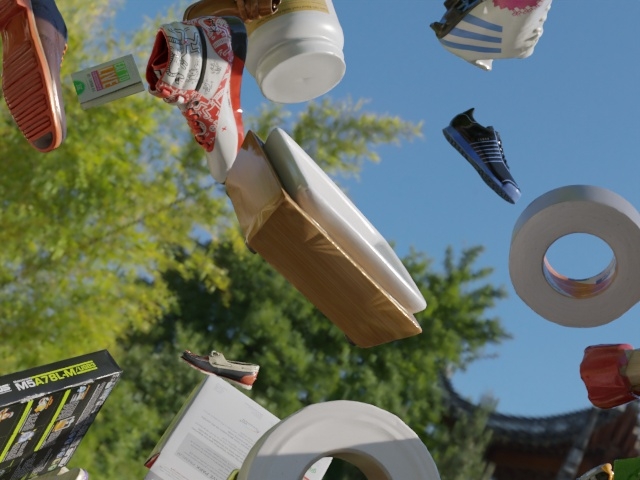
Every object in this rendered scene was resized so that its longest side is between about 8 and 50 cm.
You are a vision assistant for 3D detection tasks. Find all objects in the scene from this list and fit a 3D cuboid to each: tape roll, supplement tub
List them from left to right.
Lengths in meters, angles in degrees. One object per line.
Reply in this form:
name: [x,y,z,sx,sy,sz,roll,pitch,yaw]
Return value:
supplement tub: [-0.079,-0.484,2.246,0.228,0.316,0.228,-14,-23,-6]
tape roll: [0.023,0.369,1.418,0.286,0.286,0.100,31,-20,-4]
tape roll: [0.407,0.026,1.610,0.219,0.072,0.219,5,-66,12]

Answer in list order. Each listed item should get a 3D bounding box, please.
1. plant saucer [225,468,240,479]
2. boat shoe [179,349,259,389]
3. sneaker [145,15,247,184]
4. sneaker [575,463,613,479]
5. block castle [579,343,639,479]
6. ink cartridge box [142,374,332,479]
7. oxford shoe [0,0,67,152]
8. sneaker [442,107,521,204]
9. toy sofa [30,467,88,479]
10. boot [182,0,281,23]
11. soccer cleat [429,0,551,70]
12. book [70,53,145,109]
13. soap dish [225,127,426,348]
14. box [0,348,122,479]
plant saucer: [-0.129,0.529,1.784,0.188,0.188,0.045,36,-33,1]
boat shoe: [-0.172,0.211,1.738,0.137,0.043,0.049,22,3,-12]
sneaker: [-0.195,-0.208,1.566,0.090,0.145,0.270,40,-48,50]
sneaker: [0.466,0.403,1.490,0.215,0.084,0.083,30,-59,-4]
block castle: [0.427,0.373,1.256,0.213,0.453,0.303,-20,-47,41]
ink cartridge box: [-0.180,0.469,2.044,0.309,0.272,0.130,37,-33,-5]
oxford shoe: [-0.379,-0.253,1.400,0.097,0.271,0.098,-17,-6,37]
sneaker: [0.374,-0.189,2.250,0.232,0.090,0.081,49,-3,4]
toy sofa: [-0.479,0.571,1.730,0.177,0.363,0.150,-17,-54,31]
boot: [-0.154,-0.395,1.800,0.152,0.197,0.073,3,-31,18]
soccer cleat: [0.298,-0.347,1.530,0.143,0.116,0.331,36,-18,-15]
book: [-0.473,-0.353,2.270,0.035,0.144,0.096,80,-13,-58]
soap dish: [0.000,0.000,1.388,0.291,0.118,0.229,44,9,-30]
box: [-0.339,0.215,1.164,0.045,0.184,0.191,50,-55,24]
